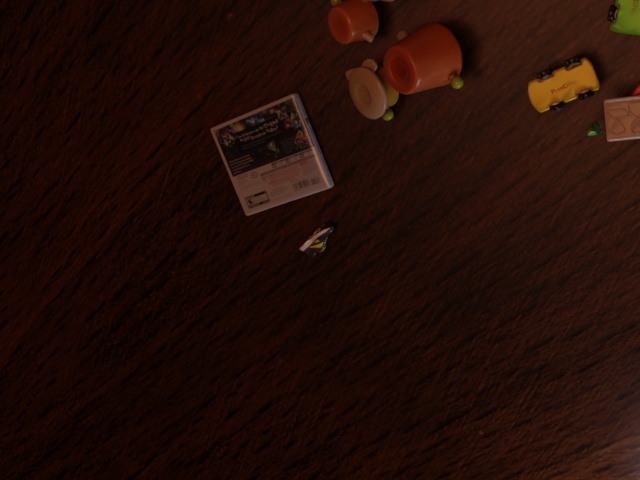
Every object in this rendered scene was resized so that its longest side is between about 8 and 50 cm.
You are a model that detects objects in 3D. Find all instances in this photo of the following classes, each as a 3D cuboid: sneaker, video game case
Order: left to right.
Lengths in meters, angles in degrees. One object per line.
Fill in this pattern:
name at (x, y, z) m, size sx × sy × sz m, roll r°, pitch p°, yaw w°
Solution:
video game case at (-0.087, -0.149, 1.451) m, size 0.190 × 0.022 × 0.173 m, roll -17°, pitch 101°, yaw 31°
sneaker at (0.000, 0.000, 1.459) m, size 0.035 × 0.031 × 0.083 m, roll 44°, pitch 127°, yaw -10°

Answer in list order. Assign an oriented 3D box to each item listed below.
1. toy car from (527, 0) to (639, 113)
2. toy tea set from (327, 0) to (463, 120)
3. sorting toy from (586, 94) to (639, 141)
toy car at (0.422, -0.269, 1.129) m, size 0.239 × 0.053 × 0.225 m, roll 15°, pitch 114°, yaw 21°
toy tea set at (0.101, -0.357, 1.248) m, size 0.200 × 0.124 × 0.336 m, roll 0°, pitch 115°, yaw 58°
sorting toy at (0.409, -0.167, 1.132) m, size 0.083 × 0.012 × 0.062 m, roll -3°, pitch 111°, yaw 24°
